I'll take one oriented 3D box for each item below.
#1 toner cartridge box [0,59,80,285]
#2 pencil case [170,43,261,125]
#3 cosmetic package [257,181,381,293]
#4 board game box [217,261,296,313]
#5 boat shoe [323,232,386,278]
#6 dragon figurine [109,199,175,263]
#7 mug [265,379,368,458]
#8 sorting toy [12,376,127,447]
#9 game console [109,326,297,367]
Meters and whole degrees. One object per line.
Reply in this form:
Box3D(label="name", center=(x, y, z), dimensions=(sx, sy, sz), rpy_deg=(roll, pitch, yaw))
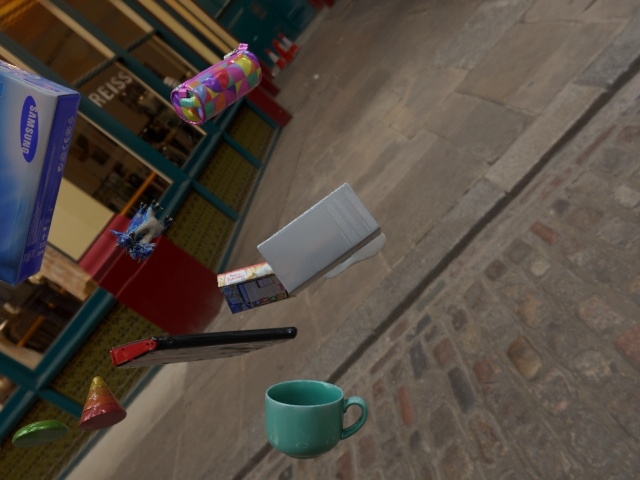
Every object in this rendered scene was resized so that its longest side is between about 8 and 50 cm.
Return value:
Box3D(label="toner cartridge box", center=(-0.535, -0.112, 0.926), dimensions=(0.075, 0.165, 0.348), rpy_deg=(-70, 2, -71))
Box3D(label="pencil case", center=(-0.232, -0.356, 1.249), dimensions=(0.104, 0.104, 0.236), rpy_deg=(-29, 18, 49))
Box3D(label="cosmetic package", center=(0.000, 0.000, 1.161), dimensions=(0.237, 0.127, 0.107), rpy_deg=(-35, -10, 4))
Box3D(label="board game box", center=(-0.175, 0.129, 1.535), dimensions=(0.193, 0.147, 0.045), rpy_deg=(-15, 52, -3))
Box3D(label="boat shoe", center=(0.077, 0.033, 1.361), dimensions=(0.184, 0.066, 0.063), rpy_deg=(-38, 13, -2))
Box3D(label="dragon figurine", center=(-0.434, -0.015, 1.284), dimensions=(0.144, 0.085, 0.289), rpy_deg=(-47, 24, -26))
Box3D(label="mug", center=(-0.015, 0.299, 0.898), dimensions=(0.157, 0.129, 0.098), rpy_deg=(4, 94, 33))
Box3D(label="sorting toy", center=(-0.696, 0.443, 1.408), dimensions=(0.127, 0.365, 0.126), rpy_deg=(107, 147, -56))
Box3D(label="game console", center=(-0.301, 0.261, 1.387), dimensions=(0.342, 0.386, 0.060), rpy_deg=(-28, 67, 49))
